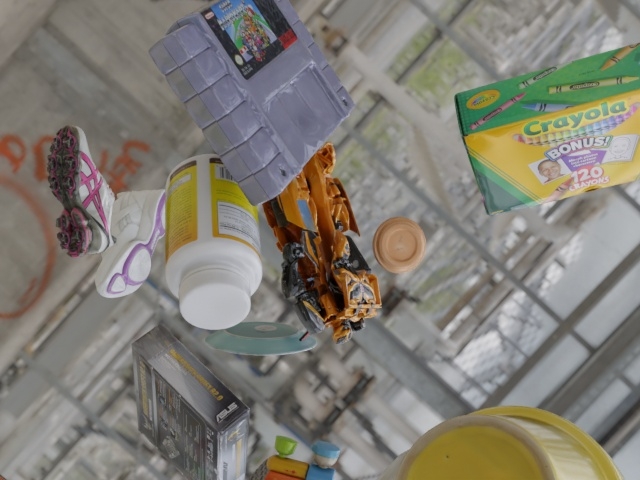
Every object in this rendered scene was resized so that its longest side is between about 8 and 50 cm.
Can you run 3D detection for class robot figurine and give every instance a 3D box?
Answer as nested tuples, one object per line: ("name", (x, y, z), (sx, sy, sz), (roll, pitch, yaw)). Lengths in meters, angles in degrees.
("robot figurine", (0.000, 0.000, 1.533), (0.085, 0.290, 0.211), (-24, 168, 25))

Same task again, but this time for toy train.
("toy train", (-0.088, 0.451, 2.186), (0.105, 0.248, 0.143), (5, 98, -84))

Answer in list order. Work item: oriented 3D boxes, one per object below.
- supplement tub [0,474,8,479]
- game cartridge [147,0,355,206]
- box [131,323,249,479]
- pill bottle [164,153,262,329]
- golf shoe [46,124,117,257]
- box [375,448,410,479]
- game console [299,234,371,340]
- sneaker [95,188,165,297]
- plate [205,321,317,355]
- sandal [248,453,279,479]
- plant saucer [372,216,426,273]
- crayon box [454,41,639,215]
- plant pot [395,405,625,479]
("supplement tub", (-0.419, 0.345, 1.221), (0.207, 0.338, 0.207), (-36, 139, -39))
("game cartridge", (-0.071, -0.207, 1.399), (0.068, 0.230, 0.355), (-24, -165, 25))
("box", (-0.181, 0.249, 1.533), (0.056, 0.183, 0.231), (-35, 151, -30))
("pill bottle", (-0.133, 0.002, 1.358), (0.117, 0.117, 0.215), (-46, -146, 33))
("golf shoe", (-0.336, -0.072, 1.565), (0.068, 0.186, 0.086), (1, -170, 38))
("box", (0.196, 0.411, 1.406), (0.121, 0.311, 0.148), (-36, 176, 38))
("game console", (0.006, 0.076, 1.798), (0.085, 0.124, 0.144), (6, 135, -49))
("sneaker", (-0.420, 0.006, 2.315), (0.305, 0.152, 0.114), (-70, 161, -46))
("plate", (-0.099, 0.159, 1.844), (0.188, 0.188, 0.024), (-69, 160, -81))
("sandal", (-0.101, 0.626, 2.366), (0.167, 0.107, 0.445), (-44, -165, 21))
("plant saucer", (0.117, 0.007, 1.611), (0.083, 0.083, 0.013), (-49, -166, -14))
("crayon box", (0.325, -0.141, 1.396), (0.279, 0.165, 0.081), (-14, -130, 12))
("plant pot", (0.185, 0.284, 1.133), (0.254, 0.254, 0.239), (-48, 150, 0))
